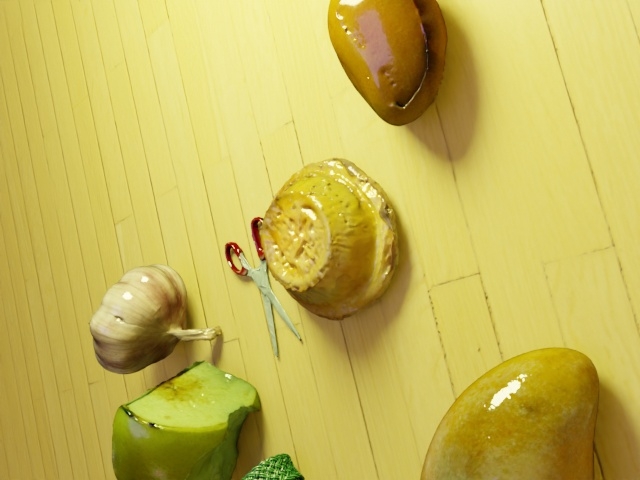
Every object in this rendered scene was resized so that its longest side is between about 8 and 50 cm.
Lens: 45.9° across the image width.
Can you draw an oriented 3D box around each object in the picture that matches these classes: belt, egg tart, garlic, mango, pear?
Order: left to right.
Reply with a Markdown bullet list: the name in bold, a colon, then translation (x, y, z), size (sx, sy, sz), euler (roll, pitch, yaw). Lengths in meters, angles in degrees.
- **garlic**: translation (-0.325, 0.170, 1.551), size (0.253, 0.245, 0.245), euler (16, 108, 11)
- **pear**: translation (-0.254, 0.406, 1.439), size (0.176, 0.286, 0.282), euler (25, 113, 22)
- **belt**: translation (-0.102, 0.447, 1.371), size (0.079, 0.121, 0.151), euler (48, 130, 30)
- **egg tart**: translation (0.000, 0.000, 1.229), size (0.288, 0.118, 0.288), euler (3, 95, 43)
- **mango**: translation (0.098, -0.280, 1.077), size (0.166, 0.136, 0.236), euler (-13, 89, 44)
- **mango**: translation (0.238, 0.311, 0.949), size (0.221, 0.199, 0.384), euler (30, 103, 49)

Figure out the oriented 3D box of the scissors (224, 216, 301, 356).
- **scissors**: translation (-0.104, 0.090, 1.416), size (0.144, 0.017, 0.248), euler (-39, 67, 42)
